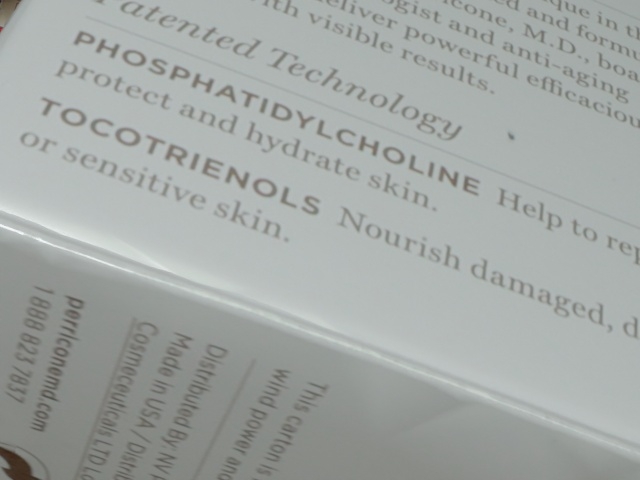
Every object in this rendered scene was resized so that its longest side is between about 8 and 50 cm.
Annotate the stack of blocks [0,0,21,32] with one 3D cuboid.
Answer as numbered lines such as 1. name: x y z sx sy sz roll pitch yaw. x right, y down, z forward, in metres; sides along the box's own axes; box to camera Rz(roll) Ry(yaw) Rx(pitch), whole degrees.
1. stack of blocks: -0.281 -0.042 0.772 0.171 0.087 0.297 17 66 -14

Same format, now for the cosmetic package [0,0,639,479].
1. cosmetic package: 0.000 0.000 0.658 0.328 0.329 0.393 20 46 -6
